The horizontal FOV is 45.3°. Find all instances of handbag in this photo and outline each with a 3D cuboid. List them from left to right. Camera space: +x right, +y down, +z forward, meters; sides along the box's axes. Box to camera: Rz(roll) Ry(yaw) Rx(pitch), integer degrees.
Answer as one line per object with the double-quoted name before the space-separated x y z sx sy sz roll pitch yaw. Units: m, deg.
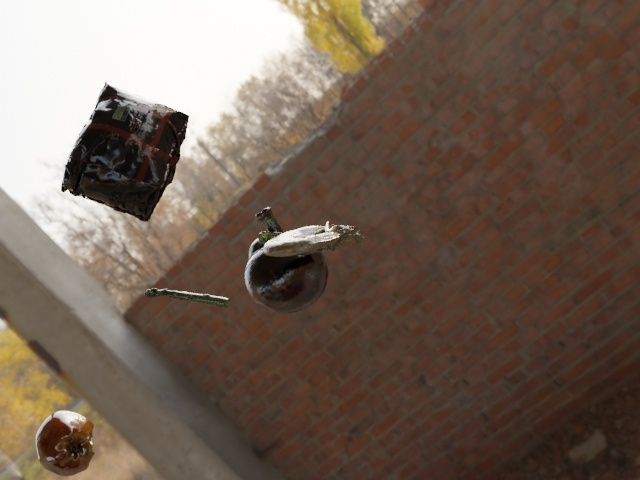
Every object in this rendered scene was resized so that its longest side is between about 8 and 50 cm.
"handbag" -0.324 -0.151 1.303 0.155 0.169 0.215 125 161 -46

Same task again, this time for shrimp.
"shrimp" 0.000 0.000 1.911 0.317 0.077 0.168 -13 9 -38

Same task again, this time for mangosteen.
"mangosteen" -0.106 0.054 2.060 0.231 0.289 0.231 -18 12 4

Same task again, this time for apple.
"apple" -0.643 0.510 1.933 0.158 0.147 0.156 -31 38 65

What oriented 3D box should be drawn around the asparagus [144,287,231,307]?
"asparagus" -0.288 0.119 1.618 0.248 0.025 0.024 4 -1 34
